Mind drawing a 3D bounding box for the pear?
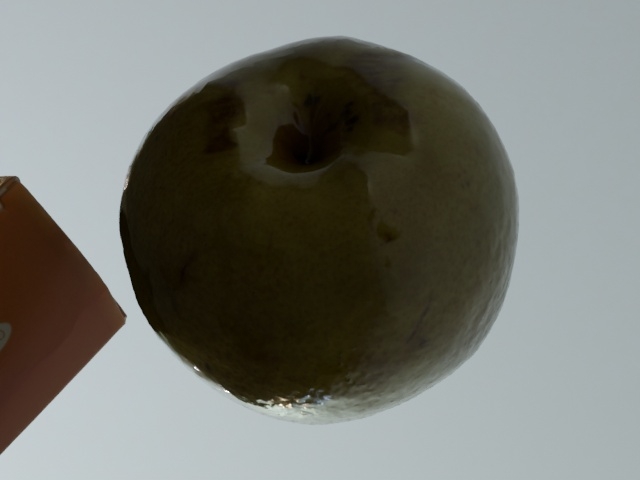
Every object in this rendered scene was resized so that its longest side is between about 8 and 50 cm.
[{"bbox_3d":[0.000,0.000,0.795,0.209,0.209,0.209,39,-46,56],"label":"pear"}]

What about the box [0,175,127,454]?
[{"bbox_3d":[-0.332,0.077,1.096,0.341,0.225,0.143,1,-48,49],"label":"box"}]
